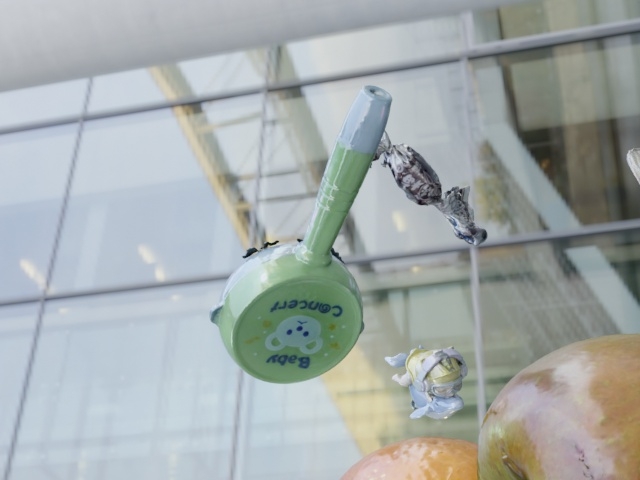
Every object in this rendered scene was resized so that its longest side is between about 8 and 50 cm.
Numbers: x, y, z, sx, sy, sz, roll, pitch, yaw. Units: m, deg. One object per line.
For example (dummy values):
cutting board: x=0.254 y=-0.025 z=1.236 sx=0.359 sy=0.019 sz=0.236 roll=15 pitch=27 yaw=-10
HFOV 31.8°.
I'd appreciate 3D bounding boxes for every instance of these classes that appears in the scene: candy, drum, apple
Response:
candy: x=0.128 y=-0.074 z=1.419 sx=0.226 sy=0.051 sz=0.094 roll=38 pitch=-153 yaw=-22
drum: x=-0.020 y=0.002 z=0.853 sx=0.049 sy=0.130 sz=0.253 roll=-116 pitch=25 yaw=-52
apple: x=0.360 y=0.287 z=1.225 sx=0.384 sy=0.374 sz=0.374 roll=-112 pitch=4 yaw=-53

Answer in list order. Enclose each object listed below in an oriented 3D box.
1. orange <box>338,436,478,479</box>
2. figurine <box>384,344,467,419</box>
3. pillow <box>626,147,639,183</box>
orange: x=0.180 y=0.501 z=1.688 sx=0.326 sy=0.423 sz=0.424 roll=-56 pitch=-40 yaw=-44
figurine: x=0.226 y=0.282 z=2.305 sx=0.208 sy=0.128 sz=0.184 roll=46 pitch=142 yaw=42
pillow: x=0.607 y=-0.064 z=1.914 sx=0.038 sy=0.130 sz=0.233 roll=118 pitch=147 yaw=-51
